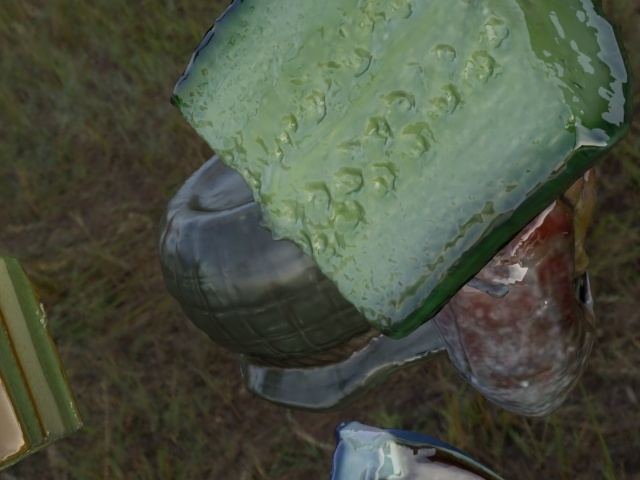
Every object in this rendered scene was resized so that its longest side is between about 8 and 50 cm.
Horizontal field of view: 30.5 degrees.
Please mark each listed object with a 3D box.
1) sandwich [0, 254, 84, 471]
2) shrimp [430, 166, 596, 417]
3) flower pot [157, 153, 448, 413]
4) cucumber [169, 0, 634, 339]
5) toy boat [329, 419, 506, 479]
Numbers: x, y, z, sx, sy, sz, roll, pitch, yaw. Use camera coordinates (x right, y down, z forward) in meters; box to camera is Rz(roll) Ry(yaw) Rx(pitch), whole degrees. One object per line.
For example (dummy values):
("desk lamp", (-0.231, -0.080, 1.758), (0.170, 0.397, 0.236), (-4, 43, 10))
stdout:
("sandwich", (-0.319, 0.125, 1.054), (0.144, 0.187, 0.117), (-23, -5, 13))
("shrimp", (0.055, -0.057, 0.510), (0.116, 0.343, 0.145), (-5, 36, 27))
("flower pot", (0.000, 0.000, 1.121), (0.301, 0.213, 0.302), (-23, 23, 11))
("cucumber", (0.027, -0.041, 0.354), (0.062, 0.116, 0.115), (-15, -27, -47))
("toy boat", (0.083, 0.197, 0.561), (0.114, 0.262, 0.115), (-36, -6, -22))
